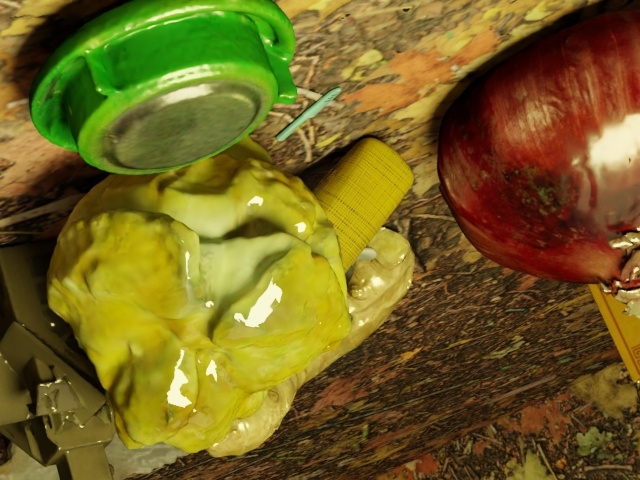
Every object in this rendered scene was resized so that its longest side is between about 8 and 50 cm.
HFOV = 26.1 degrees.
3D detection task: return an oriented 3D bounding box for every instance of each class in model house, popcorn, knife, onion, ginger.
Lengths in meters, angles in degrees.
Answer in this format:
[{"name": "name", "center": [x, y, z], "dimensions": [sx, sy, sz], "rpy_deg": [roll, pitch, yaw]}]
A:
[{"name": "model house", "center": [-0.281, 0.150, 1.367], "dimensions": [0.204, 0.243, 0.211], "rpy_deg": [-9, 159, -32]}, {"name": "popcorn", "center": [-0.101, 0.051, 1.220], "dimensions": [0.276, 0.276, 0.225], "rpy_deg": [-30, -169, 26]}, {"name": "knife", "center": [-0.010, -0.117, 1.282], "dimensions": [0.014, 0.005, 0.091], "rpy_deg": [0, 152, -44]}, {"name": "onion", "center": [0.291, -0.056, 1.353], "dimensions": [0.348, 0.285, 0.347], "rpy_deg": [-10, 154, -5]}, {"name": "ginger", "center": [-0.028, 0.130, 1.772], "dimensions": [0.348, 0.122, 0.363], "rpy_deg": [-38, 180, -7]}]

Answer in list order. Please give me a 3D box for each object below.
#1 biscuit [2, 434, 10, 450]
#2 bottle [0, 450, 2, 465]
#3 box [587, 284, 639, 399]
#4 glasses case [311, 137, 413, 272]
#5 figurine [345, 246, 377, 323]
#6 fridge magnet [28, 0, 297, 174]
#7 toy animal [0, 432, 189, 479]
[{"name": "biscuit", "center": [-0.398, 0.331, 1.968], "dimensions": [0.073, 0.107, 0.388], "rpy_deg": [-19, 162, -16]}, {"name": "bottle", "center": [-0.511, 0.342, 1.958], "dimensions": [0.060, 0.060, 0.164], "rpy_deg": [-2, 154, -45]}, {"name": "box", "center": [0.448, 0.046, 1.582], "dimensions": [0.264, 0.415, 0.116], "rpy_deg": [-24, 161, 11]}, {"name": "glasses case", "center": [0.000, 0.000, 1.374], "dimensions": [0.234, 0.079, 0.064], "rpy_deg": [-52, -167, -10]}, {"name": "figurine", "center": [-0.026, 0.017, 1.479], "dimensions": [0.147, 0.126, 0.192], "rpy_deg": [17, -175, 35]}, {"name": "fridge magnet", "center": [-0.115, -0.117, 1.037], "dimensions": [0.208, 0.088, 0.208], "rpy_deg": [-19, 162, -6]}, {"name": "toy animal", "center": [-0.322, 0.299, 1.748], "dimensions": [0.302, 0.284, 0.225], "rpy_deg": [10, -164, -18]}]
